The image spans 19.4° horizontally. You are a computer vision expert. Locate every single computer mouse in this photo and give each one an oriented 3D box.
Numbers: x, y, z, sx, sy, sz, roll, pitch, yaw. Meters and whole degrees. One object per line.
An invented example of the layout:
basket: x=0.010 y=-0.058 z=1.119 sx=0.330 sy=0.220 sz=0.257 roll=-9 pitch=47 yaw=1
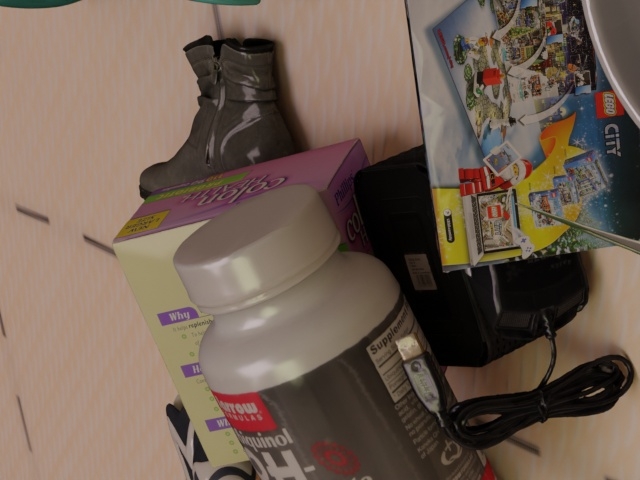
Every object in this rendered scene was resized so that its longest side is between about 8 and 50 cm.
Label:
computer mouse: x=0.130 y=0.035 z=1.493 sx=0.060 sy=0.184 sz=0.262 roll=4 pitch=114 yaw=70

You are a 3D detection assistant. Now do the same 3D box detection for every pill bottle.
pill bottle: x=0.009 y=0.120 z=1.532 sx=0.176 sy=0.176 sz=0.318 roll=0 pitch=122 yaw=57

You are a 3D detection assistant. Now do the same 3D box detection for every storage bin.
storage bin: x=0.114 y=0.009 z=1.586 sx=0.122 sy=0.084 sz=0.180 roll=-3 pitch=106 yaw=57

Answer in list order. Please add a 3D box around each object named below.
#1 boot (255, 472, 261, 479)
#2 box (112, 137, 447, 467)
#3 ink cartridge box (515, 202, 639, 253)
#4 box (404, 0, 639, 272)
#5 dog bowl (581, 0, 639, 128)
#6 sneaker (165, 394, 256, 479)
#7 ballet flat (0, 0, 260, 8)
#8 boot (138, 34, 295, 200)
boot: x=0.017 y=0.257 z=1.902 sx=0.220 sy=0.109 sz=0.283 roll=-19 pitch=87 yaw=55
box: x=-0.033 y=0.059 z=1.685 sx=0.213 sy=0.117 sz=0.243 roll=-14 pitch=112 yaw=23
ink cartridge box: x=0.272 y=0.003 z=1.258 sx=0.235 sy=0.171 sz=0.056 roll=26 pitch=95 yaw=48
box: x=0.152 y=-0.100 z=1.386 sx=0.044 sy=0.159 sz=0.233 roll=-97 pitch=-1 yaw=-67
dog bowl: x=0.290 y=-0.162 z=1.180 sx=0.265 sy=0.104 sz=0.265 roll=36 pitch=138 yaw=41
sneaker: x=-0.119 y=0.237 z=2.101 sx=0.235 sy=0.094 sz=0.153 roll=89 pitch=171 yaw=-71
ballet flat: x=-0.207 y=-0.318 z=1.817 sx=0.483 sy=0.164 sz=0.182 roll=10 pitch=98 yaw=56
boot: x=-0.107 y=-0.122 z=1.861 sx=0.246 sy=0.083 sz=0.161 roll=-4 pitch=99 yaw=52
